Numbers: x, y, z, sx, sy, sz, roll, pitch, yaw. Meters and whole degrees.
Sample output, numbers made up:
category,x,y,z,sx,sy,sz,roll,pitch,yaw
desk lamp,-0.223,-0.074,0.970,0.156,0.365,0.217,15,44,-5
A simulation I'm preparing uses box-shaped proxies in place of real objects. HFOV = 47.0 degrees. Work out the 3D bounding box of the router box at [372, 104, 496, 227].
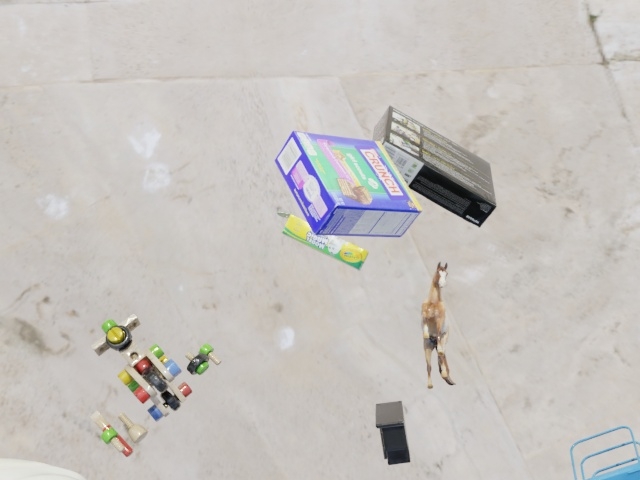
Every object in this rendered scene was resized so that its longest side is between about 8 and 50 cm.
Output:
category,x,y,z,sx,sy,sz,roll,pitch,yaw
router box,0.157,-0.106,1.027,0.179,0.133,0.046,29,121,-9

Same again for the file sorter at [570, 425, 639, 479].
category,x,y,z,sx,sy,sz,roll,pitch,yaw
file sorter,0.508,0.411,1.228,0.118,0.104,0.170,-29,111,24

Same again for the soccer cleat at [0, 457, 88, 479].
category,x,y,z,sx,sy,sz,roll,pitch,yaw
soccer cleat,-0.271,0.193,0.554,0.196,0.076,0.068,10,86,-8

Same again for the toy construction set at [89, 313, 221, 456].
category,x,y,z,sx,sy,sz,roll,pitch,yaw
toy construction set,-0.452,0.324,1.754,0.237,0.257,0.309,40,95,16

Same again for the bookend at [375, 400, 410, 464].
category,x,y,z,sx,sy,sz,roll,pitch,yaw
bookend,0.188,0.515,1.892,0.072,0.156,0.157,-9,97,5

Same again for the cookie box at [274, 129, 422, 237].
category,x,y,z,sx,sy,sz,roll,pitch,yaw
cookie box,0.026,-0.050,0.659,0.107,0.091,0.040,1,140,-41

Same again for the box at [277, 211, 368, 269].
category,x,y,z,sx,sy,sz,roll,pitch,yaw
box,0.000,0.000,1.349,0.179,0.105,0.043,28,89,5

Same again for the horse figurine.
category,x,y,z,sx,sy,sz,roll,pitch,yaw
horse figurine,0.243,0.195,1.544,0.066,0.174,0.263,-3,134,12
